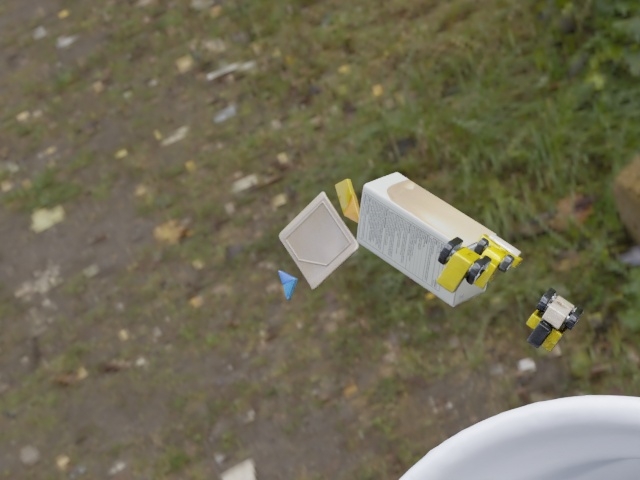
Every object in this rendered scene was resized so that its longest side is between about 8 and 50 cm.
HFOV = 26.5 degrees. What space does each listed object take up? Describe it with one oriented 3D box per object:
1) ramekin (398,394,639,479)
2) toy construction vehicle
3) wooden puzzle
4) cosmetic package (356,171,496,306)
[{"bbox_3d":[0.147,0.203,0.578,0.277,0.277,0.135,3,-2,32],"label":"ramekin"},{"bbox_3d":[0.107,0.031,0.786,0.086,0.035,0.098,33,15,9],"label":"toy construction vehicle"},{"bbox_3d":[0.000,0.000,1.292,0.116,0.014,0.078,-37,66,28],"label":"wooden puzzle"},{"bbox_3d":[0.084,-0.002,1.103,0.041,0.060,0.115,-23,44,-37],"label":"cosmetic package"}]
